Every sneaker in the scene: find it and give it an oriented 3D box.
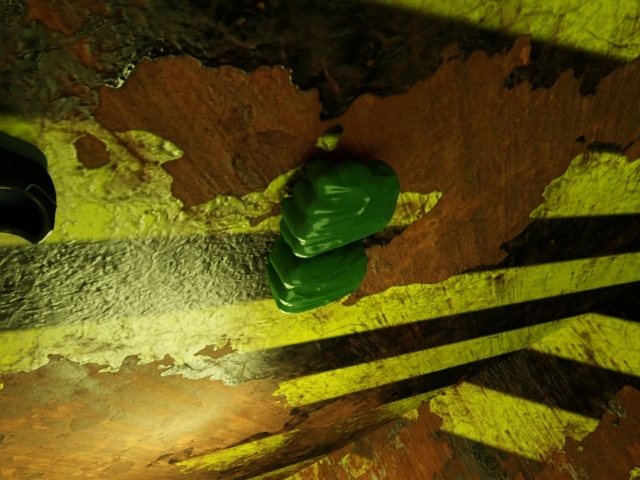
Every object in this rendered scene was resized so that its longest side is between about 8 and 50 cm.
[{"bbox_3d":[-0.319,-0.059,0.457,0.081,0.090,0.232,-42,147,23],"label":"sneaker"}]

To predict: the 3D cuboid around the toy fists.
[{"bbox_3d":[0.000,0.000,0.799,0.142,0.096,0.279,-20,149,-32],"label":"toy fists"}]
